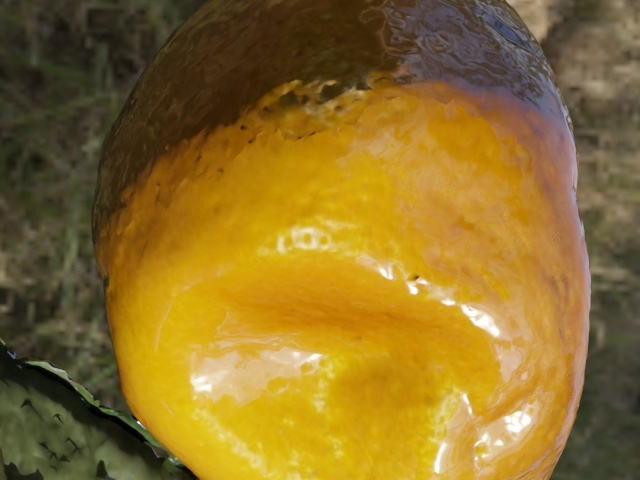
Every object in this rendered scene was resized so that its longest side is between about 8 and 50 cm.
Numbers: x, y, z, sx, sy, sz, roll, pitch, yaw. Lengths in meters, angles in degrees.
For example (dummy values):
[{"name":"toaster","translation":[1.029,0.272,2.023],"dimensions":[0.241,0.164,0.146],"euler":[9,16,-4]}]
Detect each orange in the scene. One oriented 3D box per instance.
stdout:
[{"name":"orange","translation":[0.000,0.000,0.695],"dimensions":[0.249,0.183,0.249],"euler":[177,-90,-85]}]

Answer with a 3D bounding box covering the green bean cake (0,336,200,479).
[{"name":"green bean cake","translation":[-0.167,0.158,0.675],"dimensions":[0.255,0.132,0.241],"euler":[35,50,-28]}]
